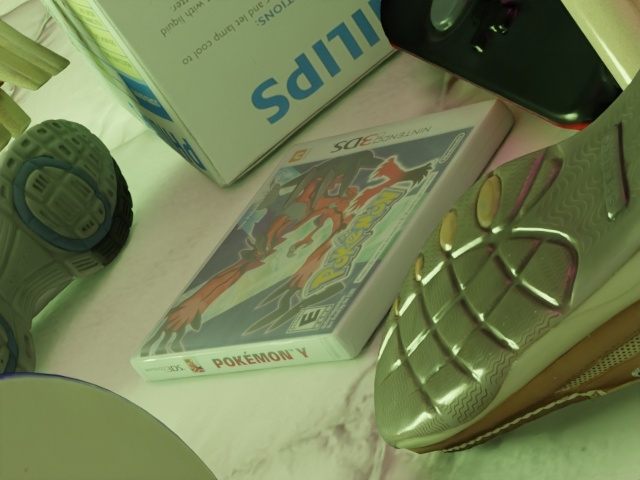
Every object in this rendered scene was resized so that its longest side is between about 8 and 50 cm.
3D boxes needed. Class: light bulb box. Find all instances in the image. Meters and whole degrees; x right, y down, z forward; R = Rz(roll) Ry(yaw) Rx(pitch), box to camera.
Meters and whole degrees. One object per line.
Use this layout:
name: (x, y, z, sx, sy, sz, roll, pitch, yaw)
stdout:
light bulb box: (-0.130, -0.275, 1.430, 0.225, 0.361, 0.358, -38, 24, -6)

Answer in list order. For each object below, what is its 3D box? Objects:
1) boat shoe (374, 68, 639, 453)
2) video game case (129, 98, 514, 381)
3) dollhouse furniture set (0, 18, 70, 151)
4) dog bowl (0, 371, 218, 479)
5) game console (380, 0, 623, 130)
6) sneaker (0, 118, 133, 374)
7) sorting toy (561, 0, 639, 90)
boat shoe: (0.140, 0.013, 0.845, 0.324, 0.116, 0.123, -40, 33, 44)
video game case: (0.000, 0.000, 1.168, 0.183, 0.023, 0.201, -10, 36, 46)
dollhouse furniture set: (-0.316, -0.040, 1.372, 0.262, 0.135, 0.259, -55, 5, 13)
dog bowl: (-0.122, 0.182, 0.706, 0.104, 0.265, 0.265, -16, 31, 35)
game console: (0.179, -0.262, 1.162, 0.386, 0.060, 0.342, -63, 19, 5)
sneaker: (-0.230, 0.027, 1.343, 0.129, 0.111, 0.297, -24, 26, 41)
sorting toy: (0.228, -0.136, 0.951, 0.208, 0.038, 0.193, -35, 63, 10)
